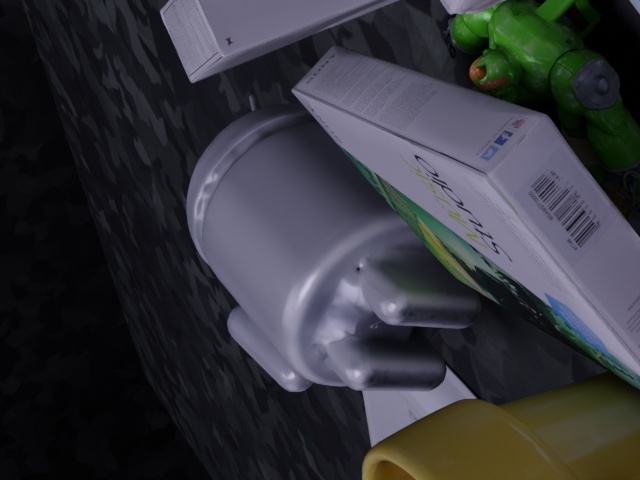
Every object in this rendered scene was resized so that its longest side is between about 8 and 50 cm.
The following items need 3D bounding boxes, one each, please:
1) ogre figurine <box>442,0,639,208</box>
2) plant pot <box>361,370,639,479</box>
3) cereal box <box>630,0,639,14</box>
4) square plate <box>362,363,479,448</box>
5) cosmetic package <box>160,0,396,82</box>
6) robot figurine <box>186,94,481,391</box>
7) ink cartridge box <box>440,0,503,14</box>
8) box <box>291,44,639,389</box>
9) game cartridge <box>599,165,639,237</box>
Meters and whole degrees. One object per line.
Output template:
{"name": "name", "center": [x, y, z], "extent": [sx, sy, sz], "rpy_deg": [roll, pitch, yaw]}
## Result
{"name": "ogre figurine", "center": [0.146, -0.111, 0.865], "extent": [0.118, 0.097, 0.197], "rpy_deg": [57, -169, -56]}
{"name": "plant pot", "center": [0.193, 0.203, 0.918], "extent": [0.254, 0.239, 0.254], "rpy_deg": [53, 159, 30]}
{"name": "cereal box", "center": [0.229, -0.130, 0.618], "extent": [0.173, 0.047, 0.240], "rpy_deg": [58, 169, 13]}
{"name": "square plate", "center": [0.138, 0.265, 1.495], "extent": [0.347, 0.049, 0.344], "rpy_deg": [46, 156, 43]}
{"name": "cosmetic package", "center": [0.019, -0.181, 0.872], "extent": [0.060, 0.239, 0.099], "rpy_deg": [67, 162, -6]}
{"name": "robot figurine", "center": [0.000, 0.000, 1.254], "extent": [0.353, 0.200, 0.300], "rpy_deg": [48, 117, 42]}
{"name": "ink cartridge box", "center": [0.128, -0.223, 0.629], "extent": [0.092, 0.159, 0.218], "rpy_deg": [57, 162, 16]}
{"name": "box", "center": [0.120, -0.019, 0.918], "extent": [0.232, 0.058, 0.322], "rpy_deg": [47, 176, -26]}
{"name": "game cartridge", "center": [0.208, -0.020, 0.898], "extent": [0.083, 0.017, 0.056], "rpy_deg": [39, 145, 32]}
